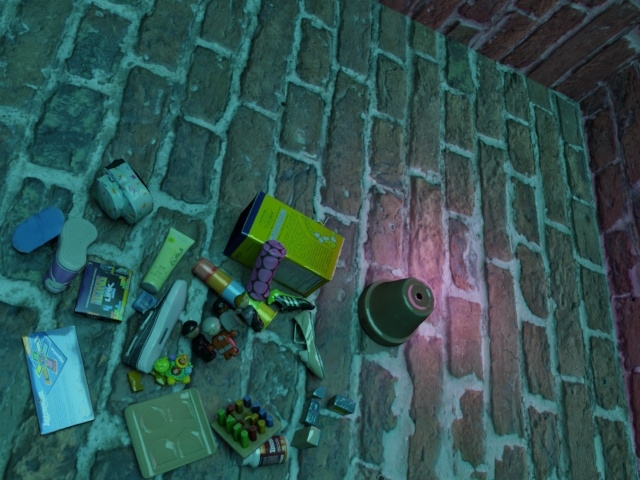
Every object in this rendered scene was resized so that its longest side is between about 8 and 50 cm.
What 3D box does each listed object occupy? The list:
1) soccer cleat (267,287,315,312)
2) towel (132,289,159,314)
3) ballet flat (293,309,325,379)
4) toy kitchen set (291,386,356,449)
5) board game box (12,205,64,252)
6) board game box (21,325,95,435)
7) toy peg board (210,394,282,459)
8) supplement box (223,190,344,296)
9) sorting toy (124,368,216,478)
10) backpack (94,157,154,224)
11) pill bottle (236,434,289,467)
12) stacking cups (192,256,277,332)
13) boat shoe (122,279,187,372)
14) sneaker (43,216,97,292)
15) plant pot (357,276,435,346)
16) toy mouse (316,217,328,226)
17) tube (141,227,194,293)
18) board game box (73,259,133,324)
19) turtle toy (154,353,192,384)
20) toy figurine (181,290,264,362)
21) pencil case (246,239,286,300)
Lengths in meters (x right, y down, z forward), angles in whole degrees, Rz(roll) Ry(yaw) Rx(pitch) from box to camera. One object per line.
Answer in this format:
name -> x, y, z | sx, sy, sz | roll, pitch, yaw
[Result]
soccer cleat -> -0.107, 0.228, 2.100 | 0.178, 0.060, 0.072 | 19, 68, -13
towel -> -0.533, 0.216, 1.875 | 0.119, 0.029, 0.067 | 36, 55, -10
ballet flat -> -0.047, 0.368, 2.058 | 0.086, 0.086, 0.249 | -1, 66, -30
toy kitchen set -> 0.026, 0.601, 1.950 | 0.166, 0.122, 0.207 | 28, 56, -15
board game box -> -0.841, -0.025, 1.778 | 0.168, 0.033, 0.133 | -34, 55, -9
board game box -> -0.743, 0.391, 1.672 | 0.145, 0.027, 0.282 | -8, 72, -34
toy peg board -> -0.227, 0.550, 1.810 | 0.161, 0.079, 0.160 | 32, 47, 31
supplement box -> -0.128, 0.018, 2.099 | 0.356, 0.194, 0.195 | 29, 56, -15
sorting toy -> -0.463, 0.525, 1.765 | 0.228, 0.041, 0.307 | -9, 66, -36
backpack -> -0.634, -0.145, 1.907 | 0.188, 0.166, 0.144 | 44, 55, 0
pill bottle -> -0.178, 0.655, 1.829 | 0.151, 0.086, 0.086 | 3, 66, -29
stacking cups -> -0.297, 0.180, 2.002 | 0.316, 0.096, 0.096 | 39, 54, -1
boat shoe -> -0.508, 0.249, 1.810 | 0.102, 0.108, 0.302 | 18, 73, 12
sneaker -> -0.768, 0.047, 1.781 | 0.102, 0.161, 0.282 | 30, 23, -21
plant pot -> 0.304, 0.244, 2.216 | 0.262, 0.229, 0.263 | 12, 62, -23
toy mouse -> 0.000, 0.000, 2.281 | 0.161, 0.031, 0.143 | -23, 80, -35
tube -> -0.508, 0.064, 1.948 | 0.240, 0.062, 0.070 | -66, 146, -39
board game box -> -0.666, 0.159, 1.815 | 0.141, 0.048, 0.171 | 16, 60, -24
turtle toy -> -0.446, 0.385, 1.797 | 0.130, 0.066, 0.095 | 5, 45, -41
toy figurine -> -0.308, 0.268, 1.864 | 0.209, 0.213, 0.148 | -43, 105, -36
pencil case -> -0.177, 0.094, 1.950 | 0.098, 0.209, 0.095 | -14, 51, -45
